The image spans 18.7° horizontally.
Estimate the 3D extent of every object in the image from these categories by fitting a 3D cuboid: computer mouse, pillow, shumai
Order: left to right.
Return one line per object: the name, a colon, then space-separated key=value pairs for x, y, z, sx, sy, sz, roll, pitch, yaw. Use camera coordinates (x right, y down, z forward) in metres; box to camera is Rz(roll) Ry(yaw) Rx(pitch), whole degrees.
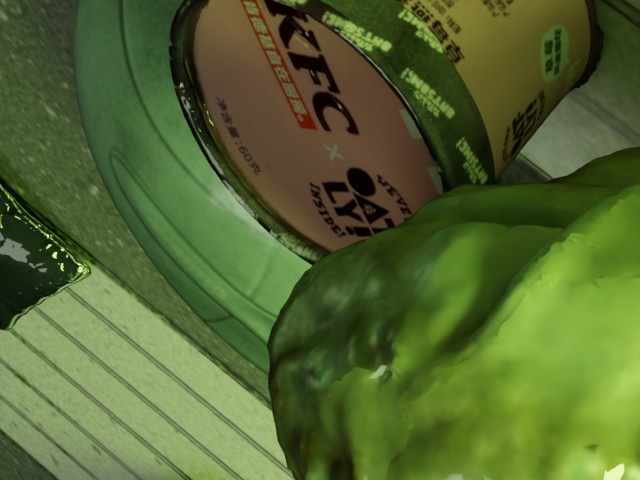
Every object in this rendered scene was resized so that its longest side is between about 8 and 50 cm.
pillow: x=-0.260 y=-0.032 z=1.352 sx=0.208 sy=0.055 sz=0.141 roll=50 pitch=143 yaw=-9
computer mouse: x=0.000 y=0.000 z=0.983 sx=0.371 sy=0.122 sz=0.188 roll=42 pitch=152 yaw=0
shumai: x=0.169 y=0.028 z=0.664 sx=0.330 sy=0.292 sz=0.288 roll=31 pitch=117 yaw=7

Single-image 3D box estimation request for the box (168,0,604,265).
box: x=0.034 y=-0.077 z=0.813 sx=0.151 sy=0.135 sz=0.151 roll=30 pitch=145 yaw=24
